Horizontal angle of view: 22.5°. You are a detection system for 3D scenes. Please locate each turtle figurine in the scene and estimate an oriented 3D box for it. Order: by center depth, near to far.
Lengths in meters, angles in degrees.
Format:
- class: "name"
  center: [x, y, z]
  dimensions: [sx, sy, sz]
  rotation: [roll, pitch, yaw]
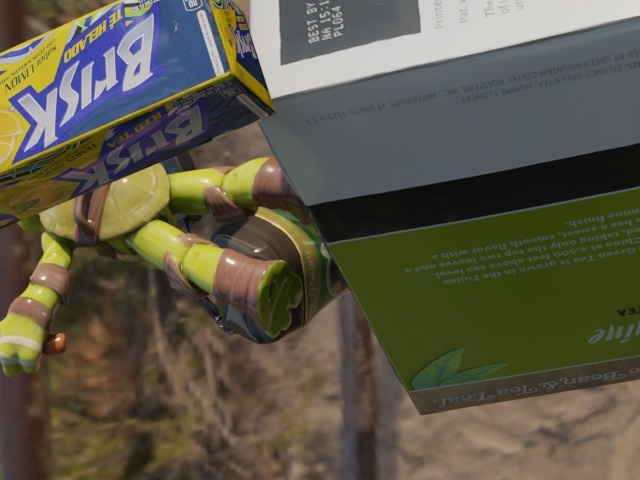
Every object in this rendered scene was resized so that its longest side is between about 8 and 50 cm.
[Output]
- class: "turtle figurine"
  center: [-0.104, -0.026, 0.954]
  dimensions: [0.217, 0.269, 0.087]
  rotation: [8, 136, 23]

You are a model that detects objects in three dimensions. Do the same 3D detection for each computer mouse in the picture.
- class: "computer mouse"
  center: [-0.130, -0.012, 1.757]
  dimensions: [0.071, 0.041, 0.242]
  rotation: [-15, 97, 54]

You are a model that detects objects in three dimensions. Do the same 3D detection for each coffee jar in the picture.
- class: "coffee jar"
  center: [0.000, 0.000, 1.206]
  dimensions: [0.079, 0.184, 0.096]
  rotation: [25, 131, 36]

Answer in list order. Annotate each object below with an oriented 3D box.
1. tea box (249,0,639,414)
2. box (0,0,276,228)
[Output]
- class: "tea box"
  center: [0.108, -0.127, 0.912]
  dimensions: [0.220, 0.323, 0.329]
  rotation: [-10, 56, 13]
- class: "box"
  center: [-0.110, -0.054, 0.695]
  dimensions: [0.169, 0.059, 0.054]
  rotation: [-22, 71, 12]
